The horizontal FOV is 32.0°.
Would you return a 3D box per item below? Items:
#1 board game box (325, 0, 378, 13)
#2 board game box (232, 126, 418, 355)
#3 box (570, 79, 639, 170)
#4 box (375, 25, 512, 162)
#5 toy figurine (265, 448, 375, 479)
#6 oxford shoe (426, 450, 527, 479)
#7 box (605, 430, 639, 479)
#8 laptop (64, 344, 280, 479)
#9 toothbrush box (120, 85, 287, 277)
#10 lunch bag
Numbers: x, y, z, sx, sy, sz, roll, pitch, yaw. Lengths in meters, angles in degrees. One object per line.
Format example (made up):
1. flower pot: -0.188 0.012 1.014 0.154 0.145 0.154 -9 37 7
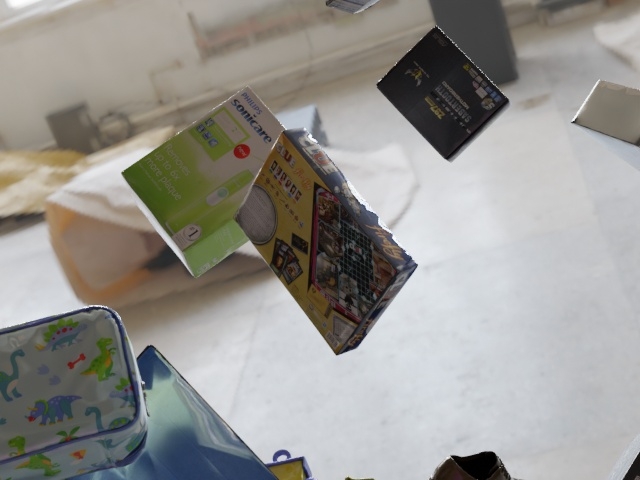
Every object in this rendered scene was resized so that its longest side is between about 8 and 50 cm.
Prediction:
1. board game box: 0.060 -0.251 0.749 0.060 0.194 0.194 16 -21 -25
2. board game box: 0.000 0.000 1.405 0.042 0.243 0.165 -14 -32 -44
3. box: 0.582 -0.179 1.944 0.103 0.184 0.261 -55 19 5
4. box: 0.260 -0.308 2.359 0.183 0.232 0.059 -44 -15 12
5. toy figurine: -0.051 0.458 2.106 0.363 0.191 0.217 -14 34 7
6. oxford shoe: 0.280 0.389 1.786 0.227 0.096 0.083 15 23 -33
7. box: 0.435 0.391 1.602 0.076 0.242 0.307 34 62 14
8. laptop: -0.199 0.412 1.581 0.236 0.382 0.408 -41 15 0
9. toothbrush box: -0.177 -0.105 2.000 0.283 0.122 0.206 -35 67 -12
10. lunch bag: -0.297 0.168 1.182 0.219 0.090 0.176 -15 55 -9
